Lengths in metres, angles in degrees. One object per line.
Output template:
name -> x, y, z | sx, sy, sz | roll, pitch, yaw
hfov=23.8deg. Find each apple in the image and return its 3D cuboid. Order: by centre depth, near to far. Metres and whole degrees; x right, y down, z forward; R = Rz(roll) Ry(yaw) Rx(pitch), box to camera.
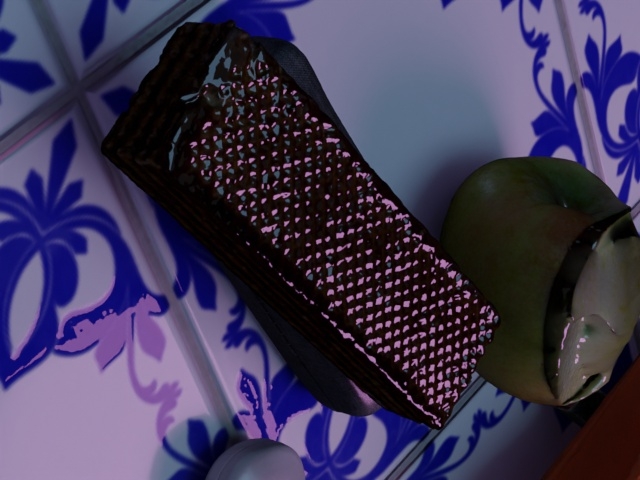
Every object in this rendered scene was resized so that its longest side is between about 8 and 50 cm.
apple -> 0.184, 0.035, 1.304 | 0.207, 0.173, 0.188 | -90, -170, -57

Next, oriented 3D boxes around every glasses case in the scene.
glasses case -> -0.009, -0.001, 1.156 | 0.131, 0.074, 0.323 | -51, 133, -22
glasses case -> -0.059, 0.270, 1.196 | 0.092, 0.059, 0.233 | -6, 107, -48

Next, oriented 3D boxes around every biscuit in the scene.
biscuit -> 0.000, 0.000, 1.056 | 0.388, 0.073, 0.107 | 46, 69, -45

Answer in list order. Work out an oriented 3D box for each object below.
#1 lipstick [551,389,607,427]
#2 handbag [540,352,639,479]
lipstick -> 0.301, 0.189, 1.572 | 0.312, 0.051, 0.051 | 36, 73, -44
handbag -> 0.353, 0.284, 1.502 | 0.410, 0.116, 0.303 | -43, 121, -41
